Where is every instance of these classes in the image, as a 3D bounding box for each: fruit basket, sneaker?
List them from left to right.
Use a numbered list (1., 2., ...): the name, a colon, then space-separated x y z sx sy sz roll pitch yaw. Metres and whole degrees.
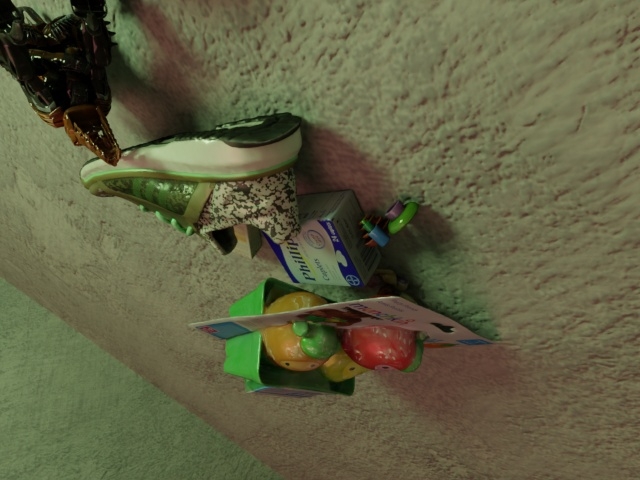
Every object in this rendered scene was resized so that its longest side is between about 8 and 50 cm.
1. sneaker: -0.190 -0.057 0.628 0.409 0.158 0.182 1 113 36
2. fruit basket: 0.038 0.154 0.650 0.352 0.166 0.327 -8 156 37

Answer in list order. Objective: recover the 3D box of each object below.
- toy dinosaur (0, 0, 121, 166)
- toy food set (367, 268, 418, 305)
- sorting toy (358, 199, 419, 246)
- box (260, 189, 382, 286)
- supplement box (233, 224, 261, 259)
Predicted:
1. toy dinosaur: -0.330 -0.223 0.579 0.321 0.164 0.218 33 144 11
2. toy food set: 0.111 0.077 0.698 0.077 0.019 0.122 1 139 36
3. sorting toy: 0.079 -0.026 0.574 0.042 0.061 0.102 41 141 -6
4. box: 0.000 0.000 0.651 0.137 0.072 0.126 -1 130 38
5. supplement box: -0.140 -0.020 0.760 0.062 0.036 0.099 21 140 17
